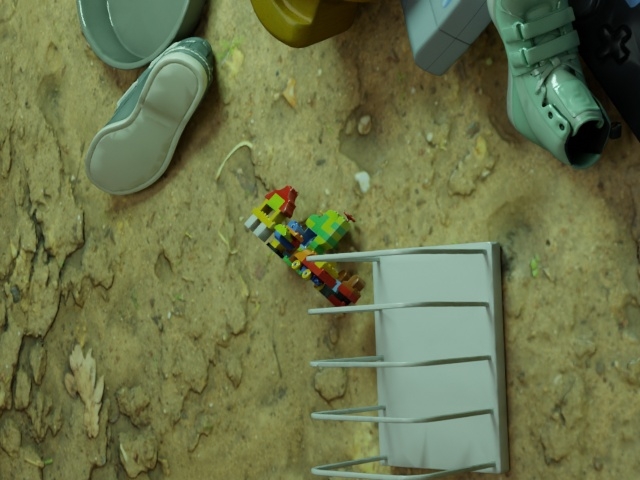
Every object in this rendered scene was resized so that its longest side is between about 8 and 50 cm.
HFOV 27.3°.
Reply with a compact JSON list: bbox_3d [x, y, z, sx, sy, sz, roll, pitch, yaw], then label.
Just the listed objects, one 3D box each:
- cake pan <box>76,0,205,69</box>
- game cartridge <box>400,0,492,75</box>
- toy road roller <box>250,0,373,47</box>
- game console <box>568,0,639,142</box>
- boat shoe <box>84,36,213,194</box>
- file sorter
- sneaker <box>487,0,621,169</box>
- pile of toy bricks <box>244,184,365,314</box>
[{"bbox_3d":[-0.272,-0.408,2.036,0.293,0.054,0.293,-2,88,44],"label":"cake pan"},{"bbox_3d":[0.192,-0.345,1.528,0.297,0.062,0.198,-55,18,29],"label":"game cartridge"},{"bbox_3d":[-0.040,-0.397,1.682,0.329,0.202,0.241,31,123,20],"label":"toy road roller"},{"bbox_3d":[0.412,-0.318,1.375,0.386,0.060,0.342,-44,60,35],"label":"game console"},{"bbox_3d":[-0.255,-0.187,2.010,0.319,0.116,0.099,-47,15,40],"label":"boat shoe"},{"bbox_3d":[0.096,0.144,1.590,0.192,0.173,0.278,-5,85,43],"label":"file sorter"},{"bbox_3d":[0.260,-0.198,1.418,0.151,0.094,0.256,51,161,50],"label":"sneaker"},{"bbox_3d":[0.000,0.000,1.750,0.105,0.118,0.212,-48,36,-1],"label":"pile of toy bricks"}]
